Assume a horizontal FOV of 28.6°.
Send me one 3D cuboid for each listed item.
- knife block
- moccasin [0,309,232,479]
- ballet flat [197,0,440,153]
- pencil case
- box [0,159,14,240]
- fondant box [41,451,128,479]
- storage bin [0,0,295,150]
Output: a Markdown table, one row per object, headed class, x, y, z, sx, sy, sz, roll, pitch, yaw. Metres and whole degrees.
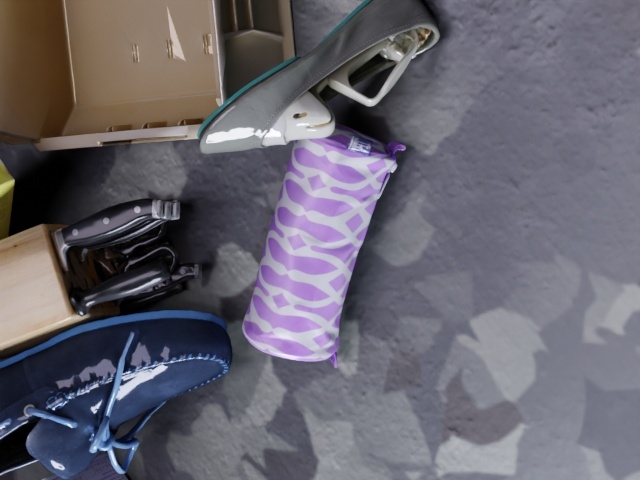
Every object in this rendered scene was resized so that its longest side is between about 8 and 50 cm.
| class | x | y | z | sx | sy | sz | roll | pitch | yaw |
| --- | --- | --- | --- | --- | --- | --- | --- | --- | --- |
| knife block | -0.251 | 0.039 | 1.096 | 0.242 | 0.276 | 0.088 | -32 | 75 | 59 |
| moccasin | -0.230 | 0.165 | 1.130 | 0.342 | 0.138 | 0.116 | -22 | 58 | 16 |
| ballet flat | 0.004 | -0.119 | 0.964 | 0.213 | 0.072 | 0.068 | -39 | 78 | -14 |
| pencil case | 0.000 | 0.000 | 1.035 | 0.086 | 0.088 | 0.206 | -120 | 45 | -63 |
| box | -0.335 | -0.024 | 1.169 | 0.087 | 0.058 | 0.232 | 55 | 152 | 11 |
| fondant box | -0.202 | 0.408 | 1.203 | 0.330 | 0.096 | 0.238 | 49 | 118 | 14 |
| storage bin | -0.168 | -0.212 | 1.073 | 0.262 | 0.123 | 0.260 | -2 | 96 | 30 |
